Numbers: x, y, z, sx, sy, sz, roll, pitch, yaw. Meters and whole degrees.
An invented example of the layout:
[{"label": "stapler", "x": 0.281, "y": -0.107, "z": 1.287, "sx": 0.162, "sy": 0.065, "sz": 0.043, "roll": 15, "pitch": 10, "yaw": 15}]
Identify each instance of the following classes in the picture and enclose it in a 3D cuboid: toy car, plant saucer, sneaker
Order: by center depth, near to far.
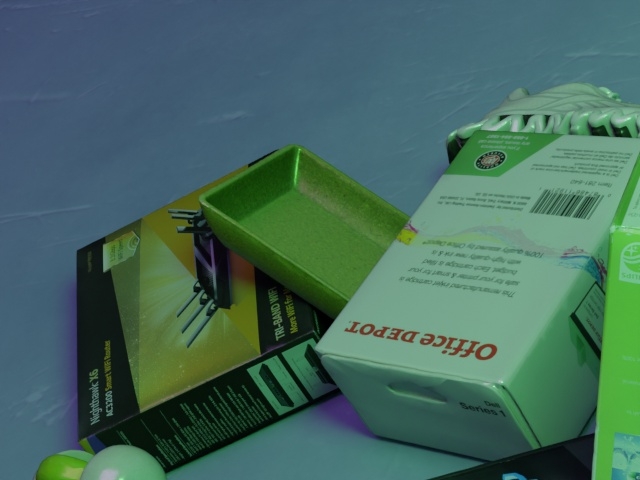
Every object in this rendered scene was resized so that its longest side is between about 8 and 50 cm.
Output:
[{"label": "toy car", "x": -0.167, "y": 0.252, "z": 1.391, "sx": 0.159, "sy": 0.182, "sz": 0.136, "roll": -13, "pitch": 41, "yaw": 57}, {"label": "sneaker", "x": 0.253, "y": -0.096, "z": 1.561, "sx": 0.292, "sy": 0.110, "sz": 0.118, "roll": 7, "pitch": 42, "yaw": 43}, {"label": "plant saucer", "x": 0.000, "y": 0.000, "z": 1.574, "sx": 0.188, "sy": 0.045, "sz": 0.188, "roll": 34, "pitch": 31, "yaw": 14}]

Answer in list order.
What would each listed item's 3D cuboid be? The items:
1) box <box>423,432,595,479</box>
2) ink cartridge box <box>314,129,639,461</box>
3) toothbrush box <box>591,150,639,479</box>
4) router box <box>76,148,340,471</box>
[{"label": "box", "x": 0.180, "y": 0.224, "z": 1.192, "sx": 0.175, "sy": 0.051, "sz": 0.220, "roll": -13, "pitch": 29, "yaw": -19}, {"label": "ink cartridge box", "x": 0.159, "y": 0.043, "z": 1.439, "sx": 0.201, "sy": 0.117, "sz": 0.278, "roll": 7, "pitch": 49, "yaw": 43}, {"label": "toothbrush box", "x": 0.248, "y": 0.082, "z": 1.096, "sx": 0.122, "sy": 0.283, "sz": 0.206, "roll": 6, "pitch": 28, "yaw": 17}, {"label": "router box", "x": -0.112, "y": 0.070, "z": 1.658, "sx": 0.243, "sy": 0.081, "sz": 0.309, "roll": -26, "pitch": 34, "yaw": 9}]
